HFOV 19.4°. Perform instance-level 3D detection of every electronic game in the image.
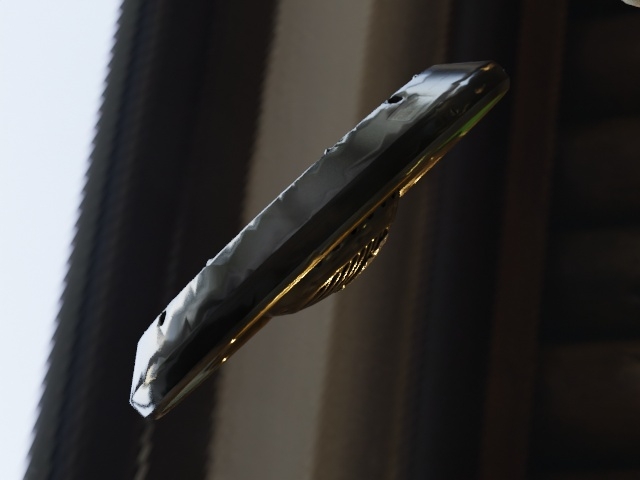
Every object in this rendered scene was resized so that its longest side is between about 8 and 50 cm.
[{"bbox_3d":[0.000,0.000,0.864,0.229,0.229,0.048,-44,-92,11],"label":"electronic game"}]

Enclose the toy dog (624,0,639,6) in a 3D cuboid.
[{"bbox_3d":[0.290,-0.032,0.440,0.395,0.408,0.284,-21,-163,-11],"label":"toy dog"}]
